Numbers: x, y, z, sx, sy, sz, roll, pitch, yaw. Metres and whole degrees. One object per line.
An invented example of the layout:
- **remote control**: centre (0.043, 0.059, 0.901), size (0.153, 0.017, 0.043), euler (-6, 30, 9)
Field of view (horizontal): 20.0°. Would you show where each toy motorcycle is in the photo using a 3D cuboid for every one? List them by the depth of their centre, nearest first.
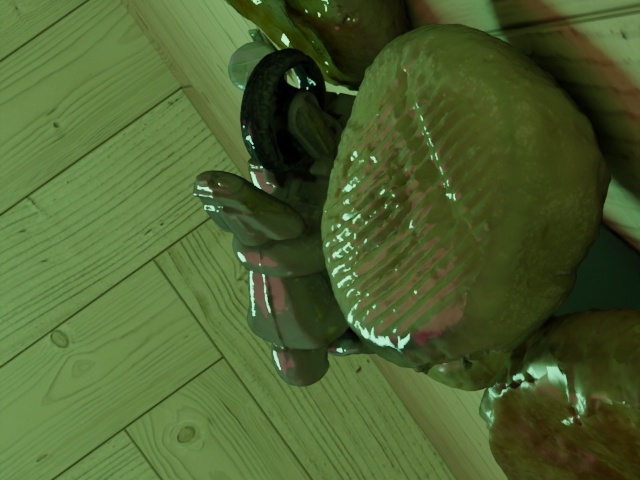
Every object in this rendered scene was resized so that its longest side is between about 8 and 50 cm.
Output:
- **toy motorcycle**: centre (0.000, 0.000, 1.454), size (0.108, 0.222, 0.340), euler (11, 159, 30)

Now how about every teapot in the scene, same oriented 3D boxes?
- **teapot**: centre (-0.071, -0.203, 2.125), size (0.064, 0.064, 0.083), euler (48, -144, -65)

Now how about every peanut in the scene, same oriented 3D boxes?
- **peanut**: centre (0.118, 0.082, 1.921), size (0.125, 0.111, 0.274), euler (52, 177, -30)

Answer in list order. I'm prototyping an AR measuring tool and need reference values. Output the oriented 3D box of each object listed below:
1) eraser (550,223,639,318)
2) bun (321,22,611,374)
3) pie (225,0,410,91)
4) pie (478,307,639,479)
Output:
- **eraser**: centre (0.221, 0.101, 1.261), size (0.227, 0.081, 0.174), euler (57, 175, -39)
- **bun**: centre (0.092, -0.023, 1.123), size (0.134, 0.220, 0.220), euler (5, -155, -30)
- **pie**: centre (-0.043, -0.236, 1.393), size (0.337, 0.075, 0.337), euler (49, 171, 10)
- **pie**: centre (0.240, 0.169, 1.112), size (0.339, 0.083, 0.339), euler (36, 159, 16)
